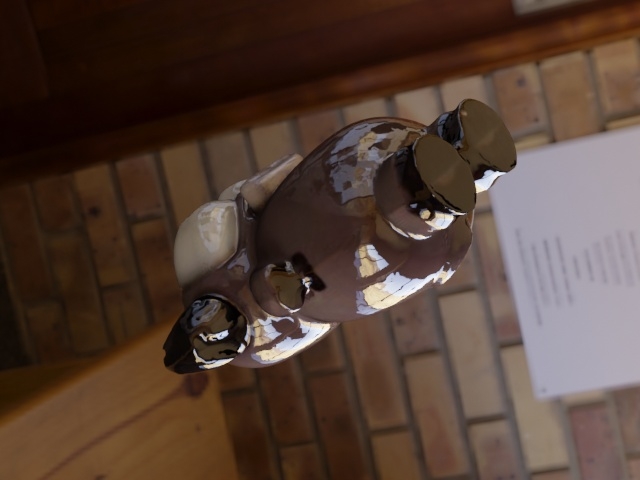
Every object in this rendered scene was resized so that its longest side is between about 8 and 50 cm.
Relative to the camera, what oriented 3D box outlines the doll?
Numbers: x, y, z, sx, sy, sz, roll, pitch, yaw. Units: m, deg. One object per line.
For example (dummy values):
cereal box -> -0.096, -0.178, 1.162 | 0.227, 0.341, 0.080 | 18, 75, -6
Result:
doll -> 0.002, 0.001, 0.854 | 0.182, 0.257, 0.117 | -36, 99, -48
